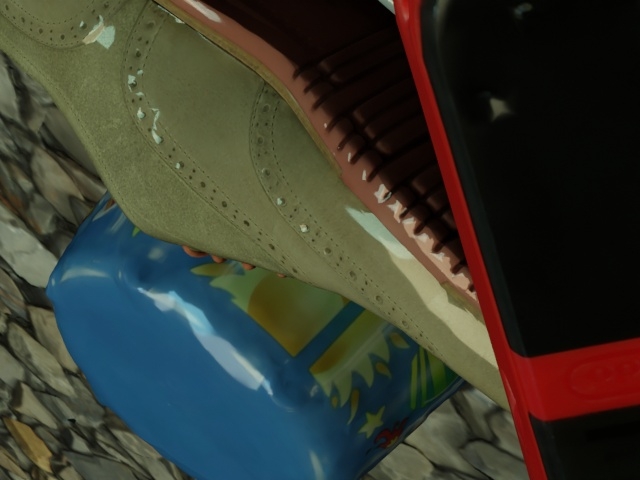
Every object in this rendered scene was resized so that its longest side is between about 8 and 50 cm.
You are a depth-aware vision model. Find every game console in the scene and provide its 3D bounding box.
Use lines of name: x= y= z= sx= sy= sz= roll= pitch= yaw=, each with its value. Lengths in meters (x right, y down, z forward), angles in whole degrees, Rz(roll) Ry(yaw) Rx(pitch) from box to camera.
game console: x=0.240 y=0.000 z=0.591 sx=0.387 sy=0.060 sz=0.342 roll=-11 pitch=130 yaw=9

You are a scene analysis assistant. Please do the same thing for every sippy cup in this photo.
sippy cup: x=0.000 y=0.000 z=0.944 sx=0.240 sy=0.224 sz=0.305 roll=34 pitch=152 yaw=12

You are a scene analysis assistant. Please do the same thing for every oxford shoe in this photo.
oxford shoe: x=-0.001 y=-0.032 z=0.774 sx=0.348 sy=0.123 sz=0.130 roll=46 pitch=128 yaw=20

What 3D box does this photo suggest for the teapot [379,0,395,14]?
teapot: x=-0.003 y=-0.198 z=0.632 sx=0.187 sy=0.252 sz=0.256 roll=22 pitch=-168 yaw=37
